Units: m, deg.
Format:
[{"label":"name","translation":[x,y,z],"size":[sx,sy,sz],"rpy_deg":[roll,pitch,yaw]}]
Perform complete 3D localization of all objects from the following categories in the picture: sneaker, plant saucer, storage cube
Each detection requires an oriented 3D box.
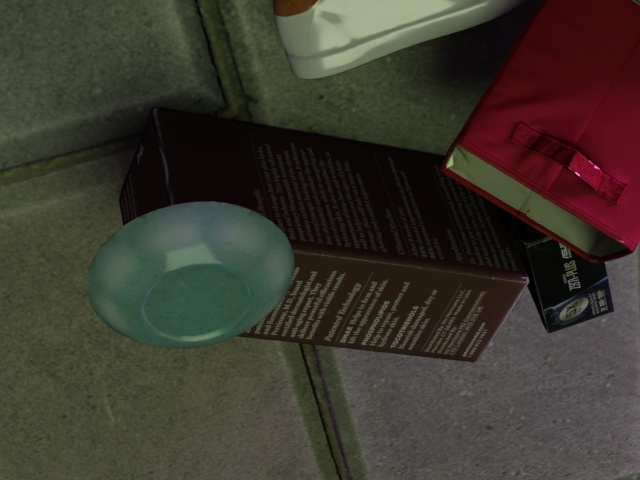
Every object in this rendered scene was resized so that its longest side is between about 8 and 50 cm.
[{"label":"sneaker","translation":[0.093,-0.252,1.314],"size":[0.290,0.106,0.123],"rpy_deg":[-23,115,-7]},{"label":"plant saucer","translation":[-0.116,0.046,1.326],"size":[0.195,0.037,0.195],"rpy_deg":[-8,137,-7]},{"label":"storage cube","translation":[0.241,-0.109,1.320],"size":[0.183,0.215,0.193],"rpy_deg":[32,86,3]}]

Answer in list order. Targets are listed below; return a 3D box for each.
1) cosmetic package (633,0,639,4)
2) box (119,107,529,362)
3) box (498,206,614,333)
[{"label":"cosmetic package","translation":[0.385,-0.226,1.319],"size":[0.365,0.197,0.155],"rpy_deg":[34,85,-40]},{"label":"box","translation":[0.000,0.000,1.474],"size":[0.381,0.191,0.143],"rpy_deg":[10,130,-23]},{"label":"box","translation":[0.238,-0.021,1.526],"size":[0.077,0.180,0.147],"rpy_deg":[-19,137,3]}]
